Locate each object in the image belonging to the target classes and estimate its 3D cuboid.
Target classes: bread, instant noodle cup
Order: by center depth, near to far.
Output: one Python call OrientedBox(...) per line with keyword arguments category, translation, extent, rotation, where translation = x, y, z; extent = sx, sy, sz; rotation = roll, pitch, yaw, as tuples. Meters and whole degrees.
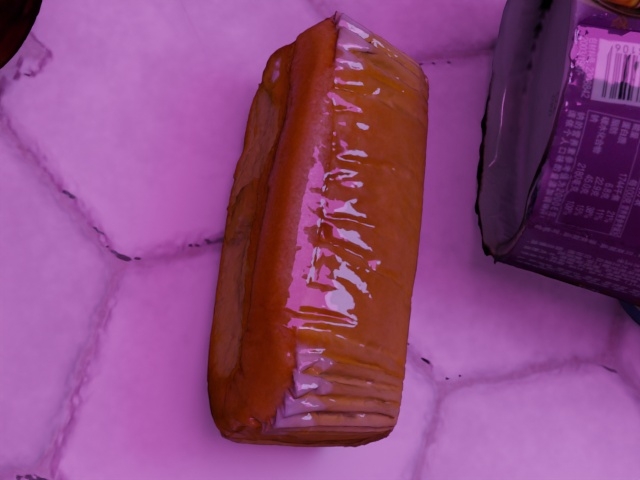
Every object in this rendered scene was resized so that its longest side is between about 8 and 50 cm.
OrientedBox(category="bread", translation=(0.000, 0.000, 0.991), extent=(0.119, 0.152, 0.288), rotation=(14, 71, -21))
OrientedBox(category="instant noodle cup", translation=(0.264, -0.084, 1.033), extent=(0.265, 0.340, 0.340), rotation=(8, 72, -4))

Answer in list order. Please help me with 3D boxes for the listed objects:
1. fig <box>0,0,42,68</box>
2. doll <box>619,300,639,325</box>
OrientedBox(category="fig", translation=(-0.287, -0.190, 0.920), extent=(0.263, 0.224, 0.224), rotation=(-44, 91, -7))
OrientedBox(category="doll", translation=(0.277, 0.068, 1.130), extent=(0.125, 0.027, 0.037), rotation=(38, 74, -5))
